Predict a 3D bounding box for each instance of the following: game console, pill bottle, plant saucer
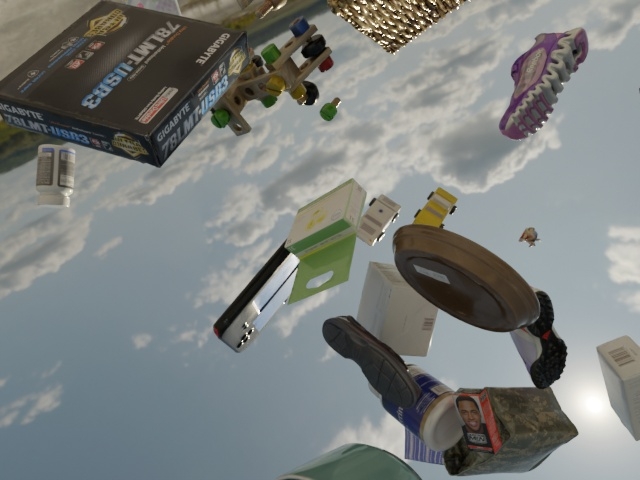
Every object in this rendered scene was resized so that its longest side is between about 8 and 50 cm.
[{"bbox_3d":[-0.110,0.110,1.272,0.387,0.060,0.342,-51,173,-16],"label":"game console"},{"bbox_3d":[0.253,0.420,1.338,0.153,0.153,0.264,-34,-149,-19],"label":"pill bottle"},{"bbox_3d":[-0.613,-0.146,1.162,0.078,0.137,0.078,2,176,0],"label":"pill bottle"},{"bbox_3d":[0.236,0.074,0.870,0.041,0.278,0.277,-52,-150,-16],"label":"plant saucer"}]

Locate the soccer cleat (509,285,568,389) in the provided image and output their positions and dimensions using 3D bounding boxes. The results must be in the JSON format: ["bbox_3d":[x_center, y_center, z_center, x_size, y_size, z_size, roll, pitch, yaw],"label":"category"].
[{"bbox_3d":[0.508,0.227,1.218,0.108,0.318,0.116,-33,-151,-11],"label":"soccer cleat"}]

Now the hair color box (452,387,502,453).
[{"bbox_3d":[0.363,0.417,1.168,0.072,0.141,0.043,-15,-177,44],"label":"hair color box"}]

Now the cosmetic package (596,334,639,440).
[{"bbox_3d":[0.746,0.355,1.204,0.085,0.231,0.117,-24,-152,10],"label":"cosmetic package"}]

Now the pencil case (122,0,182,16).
[{"bbox_3d":[-0.376,-0.475,1.208,0.124,0.273,0.113,-19,-169,-12],"label":"pencil case"}]

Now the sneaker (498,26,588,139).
[{"bbox_3d":[0.410,-0.306,0.976,0.104,0.095,0.237,34,-88,41],"label":"sneaker"}]

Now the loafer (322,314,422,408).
[{"bbox_3d":[0.136,0.276,1.225,0.095,0.109,0.302,-18,-137,-42],"label":"loafer"}]

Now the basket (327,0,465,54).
[{"bbox_3d":[0.133,-0.532,0.949,0.223,0.214,0.299,-28,168,29],"label":"basket"}]

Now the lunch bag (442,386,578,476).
[{"bbox_3d":[0.479,0.520,1.331,0.235,0.287,0.169,7,-141,-23],"label":"lunch bag"}]

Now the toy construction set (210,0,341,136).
[{"bbox_3d":[-0.130,-0.352,1.014,0.257,0.309,0.237,20,-122,23],"label":"toy construction set"}]

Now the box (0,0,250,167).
[{"bbox_3d":[-0.309,-0.267,0.812,0.293,0.073,0.296,17,-125,16],"label":"box"}]

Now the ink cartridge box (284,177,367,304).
[{"bbox_3d":[0.000,0.000,1.010,0.171,0.056,0.235,-26,-147,38],"label":"ink cartridge box"}]

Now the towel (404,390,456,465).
[{"bbox_3d":[0.409,0.639,1.711,0.040,0.244,0.336,12,161,-38],"label":"towel"}]

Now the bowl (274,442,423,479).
[{"bbox_3d":[0.078,0.470,0.845,0.311,0.312,0.163,-4,-159,43],"label":"bowl"}]

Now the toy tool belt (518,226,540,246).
[{"bbox_3d":[0.574,-0.008,1.366,0.051,0.052,0.083,31,-160,18],"label":"toy tool belt"}]

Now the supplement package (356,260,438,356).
[{"bbox_3d":[0.213,0.185,1.401,0.149,0.194,0.203,7,-165,-15],"label":"supplement package"}]

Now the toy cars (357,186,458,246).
[{"bbox_3d":[0.285,-0.094,1.619,0.393,0.087,0.177,-8,-118,-14],"label":"toy cars"}]
